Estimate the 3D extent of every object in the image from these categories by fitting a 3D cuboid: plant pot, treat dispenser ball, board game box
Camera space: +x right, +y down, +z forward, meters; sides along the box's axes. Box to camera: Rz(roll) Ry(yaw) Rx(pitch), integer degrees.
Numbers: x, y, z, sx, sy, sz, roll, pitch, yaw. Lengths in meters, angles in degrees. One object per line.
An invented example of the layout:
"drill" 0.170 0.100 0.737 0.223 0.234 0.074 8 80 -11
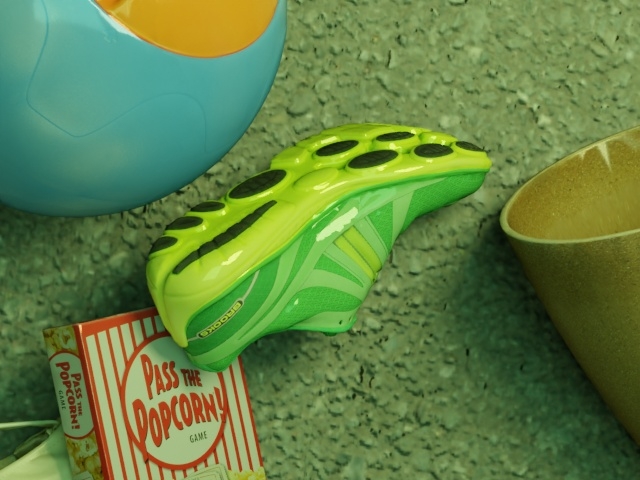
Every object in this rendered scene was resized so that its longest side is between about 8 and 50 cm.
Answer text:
"plant pot" 0.287 0.059 1.477 0.237 0.237 0.254 -26 108 -12
"treat dispenser ball" -0.166 -0.159 1.336 0.288 0.288 0.288 1 87 -12
"board game box" -0.114 0.143 1.423 0.147 0.045 0.193 -13 91 -46

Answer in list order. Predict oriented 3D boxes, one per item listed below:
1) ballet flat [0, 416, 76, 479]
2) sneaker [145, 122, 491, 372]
"ballet flat" -0.267 0.180 1.406 0.248 0.086 0.086 -20 92 -21
"sneaker" 0.000 0.000 1.458 0.295 0.109 0.123 -27 125 -28
